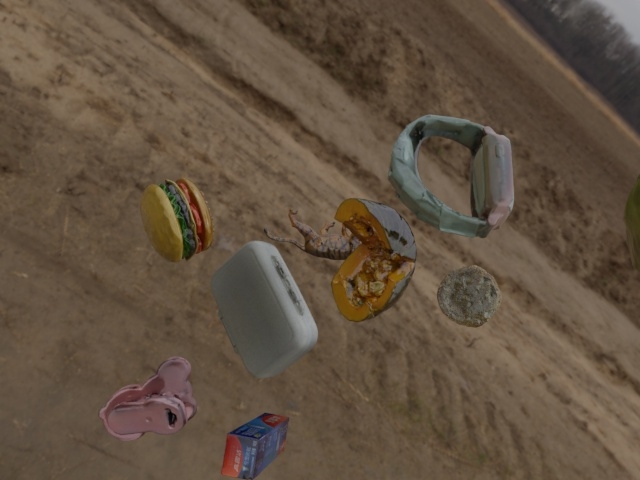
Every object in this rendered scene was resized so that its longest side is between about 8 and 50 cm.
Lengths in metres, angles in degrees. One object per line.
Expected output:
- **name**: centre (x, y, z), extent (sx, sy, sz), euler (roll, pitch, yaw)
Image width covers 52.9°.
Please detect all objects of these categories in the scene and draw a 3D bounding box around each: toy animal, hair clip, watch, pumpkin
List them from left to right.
- **hair clip**: centre (-0.276, 0.266, 1.050), extent (0.102, 0.138, 0.123), euler (-79, 157, -72)
- **toy animal**: centre (0.001, 0.002, 1.437), extent (0.114, 0.255, 0.116), euler (93, 1, -78)
- **pumpkin**: centre (0.085, 0.026, 0.961), extent (0.108, 0.183, 0.119), euler (-7, 24, -36)
- **watch**: centre (0.263, -0.139, 1.340), extent (0.241, 0.162, 0.253), euler (2, 70, 1)

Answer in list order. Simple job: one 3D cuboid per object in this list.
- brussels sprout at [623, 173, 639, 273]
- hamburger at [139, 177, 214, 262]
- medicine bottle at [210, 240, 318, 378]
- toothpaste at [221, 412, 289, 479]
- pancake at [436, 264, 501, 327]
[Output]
- **brussels sprout**: centre (0.517, -0.033, 0.764), extent (0.259, 0.294, 0.227), euler (37, 70, -19)
- **hamburger**: centre (-0.267, -0.037, 1.199), extent (0.115, 0.162, 0.162), euler (-20, 63, -26)
- **medicine bottle**: centre (-0.171, 0.201, 1.898), extent (0.123, 0.282, 0.375), euler (10, 46, -56)
- **toothpaste**: centre (-0.125, 0.413, 1.316), extent (0.066, 0.076, 0.320), euler (8, -8, 8)
- **pancake**: centre (0.323, 0.121, 1.400), extent (0.139, 0.139, 0.022), euler (45, 4, 1)
